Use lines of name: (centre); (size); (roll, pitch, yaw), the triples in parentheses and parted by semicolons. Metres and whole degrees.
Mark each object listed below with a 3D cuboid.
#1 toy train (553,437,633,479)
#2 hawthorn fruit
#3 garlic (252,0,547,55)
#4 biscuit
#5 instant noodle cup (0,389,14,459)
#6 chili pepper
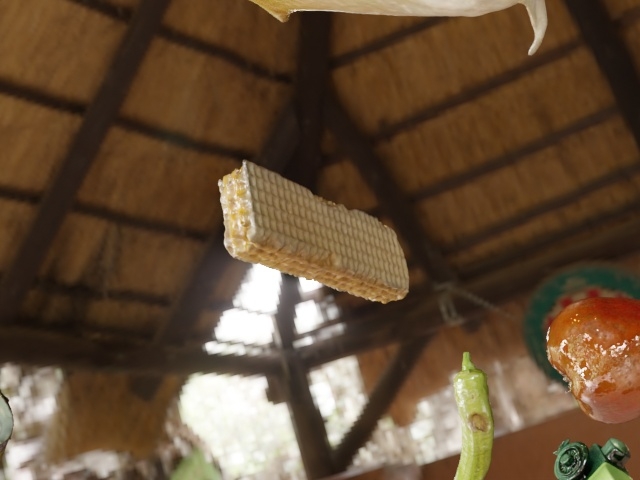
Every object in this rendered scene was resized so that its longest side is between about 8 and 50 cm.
toy train: (0.334, 0.383, 1.852); (0.105, 0.157, 0.253); (32, -74, -24)
hawthorn fruit: (0.455, 0.160, 2.060); (0.225, 0.197, 0.196); (-27, -18, 6)
garlic: (0.038, -0.215, 0.972); (0.145, 0.244, 0.164); (-48, -39, -37)
biscuit: (0.000, 0.000, 1.564); (0.054, 0.094, 0.378); (-18, -18, 25)
instant noodle cup: (-0.545, 0.281, 1.727); (0.340, 0.340, 0.266); (10, -63, -56)
chili pepper: (0.158, 0.220, 1.468); (0.049, 0.208, 0.043); (10, 22, 20)
